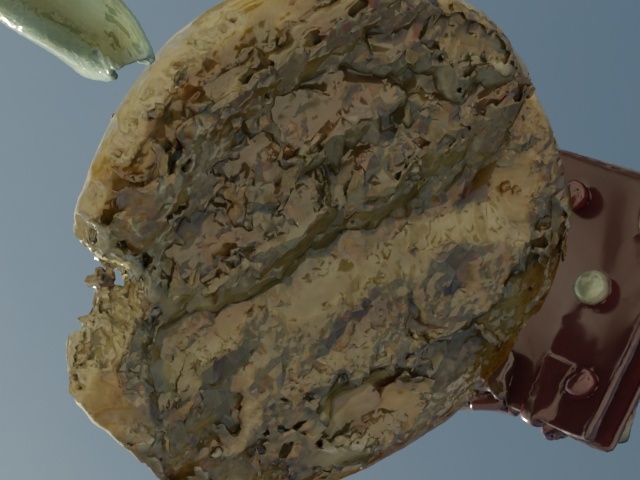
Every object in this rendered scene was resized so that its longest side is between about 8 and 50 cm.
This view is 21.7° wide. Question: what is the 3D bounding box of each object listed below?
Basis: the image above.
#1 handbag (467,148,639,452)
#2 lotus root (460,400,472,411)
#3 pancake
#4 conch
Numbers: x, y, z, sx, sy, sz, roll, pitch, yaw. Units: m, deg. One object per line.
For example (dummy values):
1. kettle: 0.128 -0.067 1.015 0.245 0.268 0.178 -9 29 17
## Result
1. handbag: 0.172 0.037 1.261 0.203 0.074 0.216 22 -100 43
2. lotus root: 0.089 0.043 1.544 0.397 0.179 0.196 24 -128 -25
3. pancake: 0.001 0.001 1.073 0.382 0.382 0.071 -43 -141 -10
4. conch: -0.154 -0.134 0.802 0.180 0.088 0.065 44 -136 3
